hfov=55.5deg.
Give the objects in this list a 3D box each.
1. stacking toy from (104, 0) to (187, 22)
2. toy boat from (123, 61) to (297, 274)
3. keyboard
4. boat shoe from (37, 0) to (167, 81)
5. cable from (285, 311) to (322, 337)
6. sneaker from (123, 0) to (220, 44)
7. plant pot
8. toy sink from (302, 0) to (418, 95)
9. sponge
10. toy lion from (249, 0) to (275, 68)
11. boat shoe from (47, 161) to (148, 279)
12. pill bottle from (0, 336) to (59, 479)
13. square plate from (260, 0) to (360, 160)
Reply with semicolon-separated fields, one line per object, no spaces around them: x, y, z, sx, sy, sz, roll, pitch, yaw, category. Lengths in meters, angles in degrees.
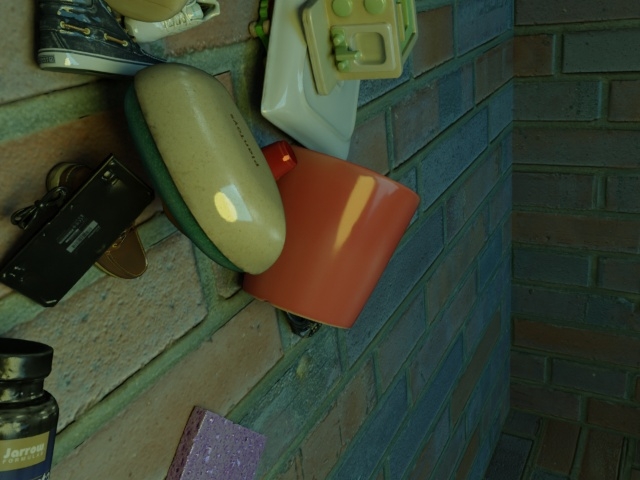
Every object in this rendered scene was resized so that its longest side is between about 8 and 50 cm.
-0.167;-0.419;0.758;0.141;0.141;0.330;64;35;-44;stacking toy
-0.131;-0.080;0.780;0.268;0.148;0.318;64;13;0;toy boat
-0.275;-0.017;0.663;0.180;0.023;0.108;-49;139;-7;keyboard
-0.241;-0.233;0.708;0.183;0.065;0.083;-13;106;-59;boat shoe
-0.022;0.089;1.196;0.185;0.047;0.151;-62;140;-29;cable
-0.191;-0.295;0.790;0.152;0.061;0.054;-47;136;-45;sneaker
0.000;0.000;1.010;0.275;0.274;0.243;23;87;-60;plant pot
0.081;-0.366;1.036;0.234;0.131;0.153;-61;147;-44;toy sink
-0.163;0.358;1.006;0.210;0.031;0.117;49;54;-52;sponge
-0.077;-0.349;1.013;0.100;0.034;0.096;68;33;-41;toy lion
-0.255;-0.015;0.732;0.064;0.060;0.178;-59;143;-36;boat shoe
-0.326;0.211;0.592;0.122;0.122;0.219;10;87;-61;pill bottle
0.008;-0.335;1.104;0.347;0.049;0.344;22;74;-66;square plate
